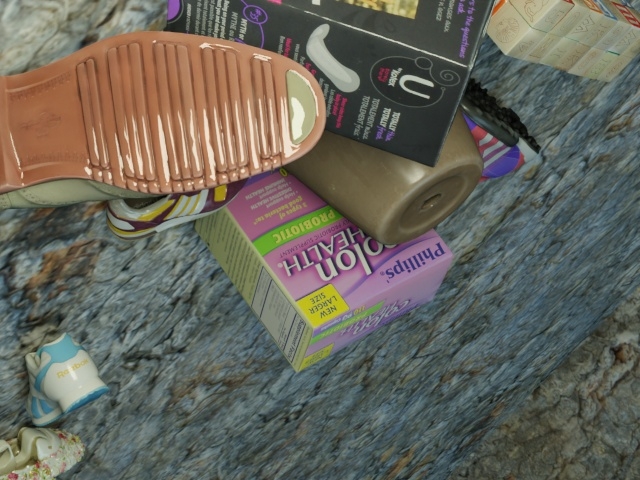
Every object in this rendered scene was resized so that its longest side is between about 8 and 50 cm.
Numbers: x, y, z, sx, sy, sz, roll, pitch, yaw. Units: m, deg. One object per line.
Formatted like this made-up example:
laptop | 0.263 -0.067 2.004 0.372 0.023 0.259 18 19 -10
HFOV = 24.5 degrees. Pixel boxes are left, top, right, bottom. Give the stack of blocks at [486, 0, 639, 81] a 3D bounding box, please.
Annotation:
stack of blocks | 0.258 -0.288 1.715 0.087 0.171 0.297 -46 157 24

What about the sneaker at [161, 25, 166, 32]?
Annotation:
sneaker | -0.031 -0.215 1.511 0.330 0.130 0.147 -28 169 -7

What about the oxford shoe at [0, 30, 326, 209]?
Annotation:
oxford shoe | -0.188 -0.100 1.321 0.396 0.141 0.146 -3 174 7

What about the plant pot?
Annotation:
plant pot | 0.059 -0.125 1.663 0.263 0.229 0.263 -31 158 -14

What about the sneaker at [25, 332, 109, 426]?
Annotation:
sneaker | -0.335 0.177 1.888 0.087 0.092 0.228 -28 178 -28

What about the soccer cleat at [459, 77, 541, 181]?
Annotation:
soccer cleat | 0.218 -0.143 2.066 0.116 0.109 0.318 -38 162 13

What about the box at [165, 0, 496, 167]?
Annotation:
box | 0.010 -0.202 1.320 0.165 0.270 0.143 106 4 -60

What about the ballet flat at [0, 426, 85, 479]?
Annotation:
ballet flat | -0.421 0.302 2.022 0.241 0.091 0.077 -22 133 -43

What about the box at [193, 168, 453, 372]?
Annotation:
box | 0.000 0.000 1.814 0.213 0.243 0.117 -26 157 -25

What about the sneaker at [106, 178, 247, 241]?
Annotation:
sneaker | -0.156 -0.062 1.674 0.185 0.070 0.084 -30 164 -22
